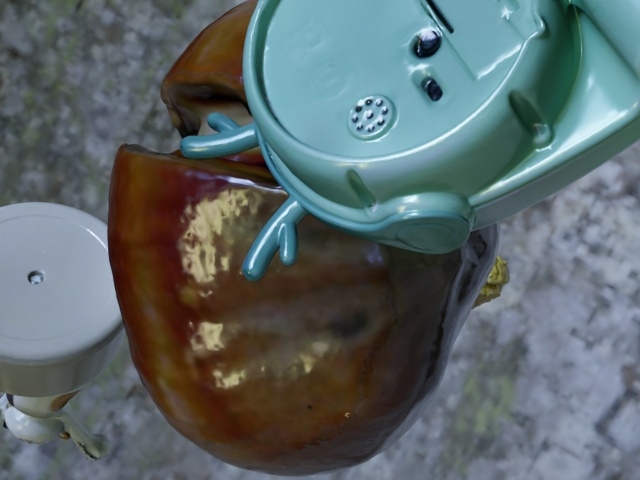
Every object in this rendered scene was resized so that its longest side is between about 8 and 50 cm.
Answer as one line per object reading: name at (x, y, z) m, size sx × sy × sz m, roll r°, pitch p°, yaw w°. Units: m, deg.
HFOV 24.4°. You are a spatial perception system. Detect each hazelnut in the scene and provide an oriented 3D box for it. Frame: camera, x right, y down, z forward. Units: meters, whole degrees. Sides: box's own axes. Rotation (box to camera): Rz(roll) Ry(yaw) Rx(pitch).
hazelnut at (0.000, 0.000, 0.774) m, size 0.217 × 0.217 × 0.251 m, roll 19°, pitch -94°, yaw -71°

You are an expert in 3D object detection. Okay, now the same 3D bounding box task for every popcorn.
popcorn at (0.147, 0.044, 1.533) m, size 0.084 × 0.084 × 0.084 m, roll -50°, pitch -22°, yaw -29°

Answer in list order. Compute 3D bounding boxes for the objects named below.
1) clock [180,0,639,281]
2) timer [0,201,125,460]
clock at (0.036, -0.072, 0.614) m, size 0.211 × 0.159 × 0.066 m, roll -36°, pitch -34°, yaw 7°
timer at (-0.260, 0.113, 1.366) m, size 0.175 × 0.175 × 0.266 m, roll -47°, pitch -20°, yaw -36°
